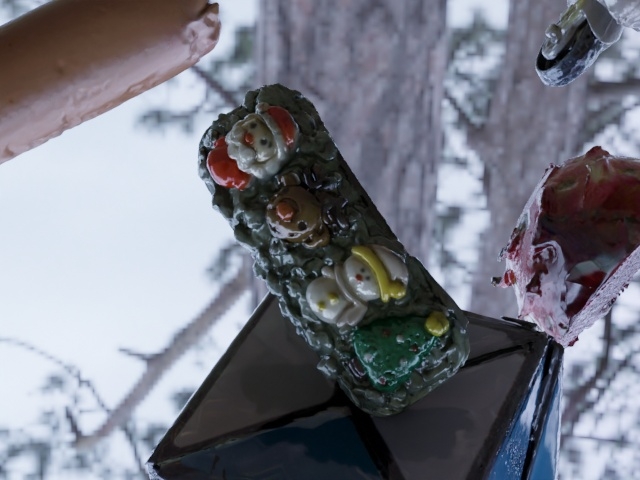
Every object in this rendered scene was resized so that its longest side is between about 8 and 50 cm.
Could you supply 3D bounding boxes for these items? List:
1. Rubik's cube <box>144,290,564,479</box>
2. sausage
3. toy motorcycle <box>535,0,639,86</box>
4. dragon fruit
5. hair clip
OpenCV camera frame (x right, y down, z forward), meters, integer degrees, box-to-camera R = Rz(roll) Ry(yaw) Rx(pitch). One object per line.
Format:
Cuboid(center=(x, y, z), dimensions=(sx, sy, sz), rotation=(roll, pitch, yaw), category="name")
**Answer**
Cuboid(center=(0.047, 0.245, 1.528), dimensions=(0.310, 0.305, 0.307), rotation=(15, -136, 21), category="Rubik's cube")
Cuboid(center=(-0.203, -0.104, 1.083), dimensions=(0.289, 0.086, 0.086), rotation=(-28, -157, -1), category="sausage")
Cuboid(center=(0.331, -0.316, 1.649), dimensions=(0.108, 0.340, 0.223), rotation=(33, 149, -16), category="toy motorcycle")
Cuboid(center=(0.268, -0.002, 1.756), dimensions=(0.161, 0.274, 0.126), rotation=(46, -158, 20), category="dragon fruit")
Cuboid(center=(0.000, 0.000, 1.414), dimensions=(0.138, 0.321, 0.091), rotation=(-36, 164, -1), category="hair clip")
